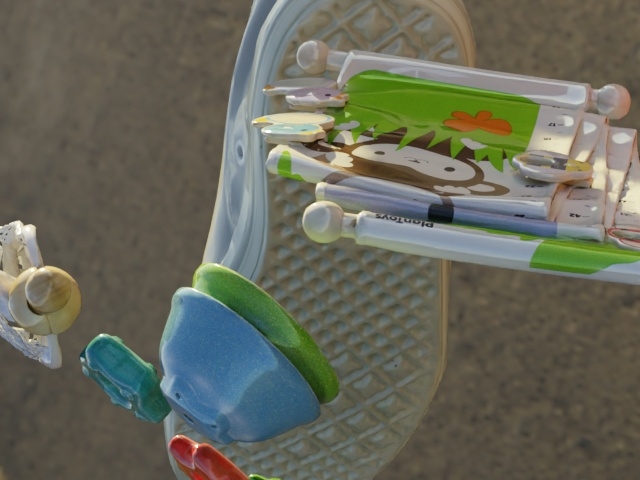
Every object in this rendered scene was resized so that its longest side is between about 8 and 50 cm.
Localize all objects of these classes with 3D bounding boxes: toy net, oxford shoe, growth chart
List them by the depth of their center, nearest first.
[{"bbox_3d":[-0.075,0.040,0.767,0.232,0.122,0.045,24,65,43],"label":"toy net"},{"bbox_3d":[0.057,-0.034,0.779,0.237,0.172,0.021,-88,4,-69],"label":"growth chart"},{"bbox_3d":[0.000,0.000,1.194,0.130,0.169,0.449,-97,14,-50],"label":"oxford shoe"}]
